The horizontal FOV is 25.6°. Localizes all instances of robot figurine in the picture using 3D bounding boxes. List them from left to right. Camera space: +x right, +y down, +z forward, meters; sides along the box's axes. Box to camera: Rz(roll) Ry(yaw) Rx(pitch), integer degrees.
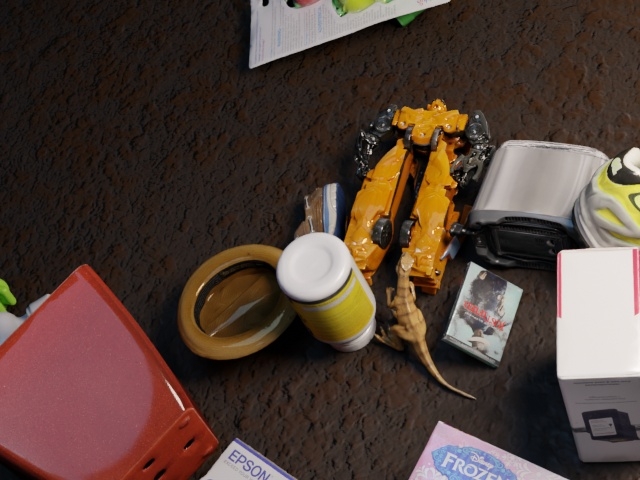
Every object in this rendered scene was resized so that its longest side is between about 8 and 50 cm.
[{"bbox_3d":[-0.525,0.083,2.164,0.115,0.067,0.101,16,63,29],"label":"robot figurine"},{"bbox_3d":[0.134,-0.071,2.008,0.211,0.085,0.291,7,62,24],"label":"robot figurine"}]

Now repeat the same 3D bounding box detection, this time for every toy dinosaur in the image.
[{"bbox_3d":[0.123,0.124,1.887,0.064,0.112,0.211,-22,93,-20],"label":"toy dinosaur"}]

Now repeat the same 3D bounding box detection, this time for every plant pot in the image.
[{"bbox_3d":[-0.293,0.241,1.870,0.236,0.267,0.267,39,77,22],"label":"plant pot"}]

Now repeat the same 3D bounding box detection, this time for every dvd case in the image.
[{"bbox_3d":[0.216,0.099,1.876,0.087,0.013,0.119,29,65,-13],"label":"dvd case"}]

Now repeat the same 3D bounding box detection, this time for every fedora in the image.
[{"bbox_3d":[-0.106,0.098,1.989,0.194,0.079,0.194,-9,54,13],"label":"fedora"}]

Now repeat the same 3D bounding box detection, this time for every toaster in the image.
[{"bbox_3d":[0.299,-0.046,1.904,0.227,0.129,0.146,7,57,23],"label":"toaster"}]

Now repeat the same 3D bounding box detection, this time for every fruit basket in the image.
[{"bbox_3d":[0.046,-0.445,2.270,0.353,0.165,0.327,-21,51,26],"label":"fruit basket"}]

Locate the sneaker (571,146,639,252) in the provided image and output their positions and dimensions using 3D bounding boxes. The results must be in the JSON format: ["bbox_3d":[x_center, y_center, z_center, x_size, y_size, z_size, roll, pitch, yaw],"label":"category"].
[{"bbox_3d":[0.513,-0.018,1.739,0.385,0.147,0.145,8,58,-4],"label":"sneaker"}]

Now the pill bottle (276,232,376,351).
[{"bbox_3d":[0.015,0.076,1.893,0.103,0.184,0.103,-10,55,15],"label":"pill bottle"}]

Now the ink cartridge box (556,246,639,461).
[{"bbox_3d":[0.346,0.142,1.695,0.100,0.237,0.172,-3,57,15],"label":"ink cartridge box"}]

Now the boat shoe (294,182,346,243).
[{"bbox_3d":[0.000,0.000,2.030,0.066,0.066,0.183,-13,45,18],"label":"boat shoe"}]

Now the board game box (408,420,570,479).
[{"bbox_3d":[0.211,0.416,1.637,0.319,0.066,0.318,22,68,18],"label":"board game box"}]

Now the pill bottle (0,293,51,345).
[{"bbox_3d":[-0.470,0.198,2.016,0.272,0.152,0.152,-34,53,-4],"label":"pill bottle"}]

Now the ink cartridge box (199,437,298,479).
[{"bbox_3d":[-0.093,0.447,1.765,0.304,0.072,0.307,30,67,33],"label":"ink cartridge box"}]
